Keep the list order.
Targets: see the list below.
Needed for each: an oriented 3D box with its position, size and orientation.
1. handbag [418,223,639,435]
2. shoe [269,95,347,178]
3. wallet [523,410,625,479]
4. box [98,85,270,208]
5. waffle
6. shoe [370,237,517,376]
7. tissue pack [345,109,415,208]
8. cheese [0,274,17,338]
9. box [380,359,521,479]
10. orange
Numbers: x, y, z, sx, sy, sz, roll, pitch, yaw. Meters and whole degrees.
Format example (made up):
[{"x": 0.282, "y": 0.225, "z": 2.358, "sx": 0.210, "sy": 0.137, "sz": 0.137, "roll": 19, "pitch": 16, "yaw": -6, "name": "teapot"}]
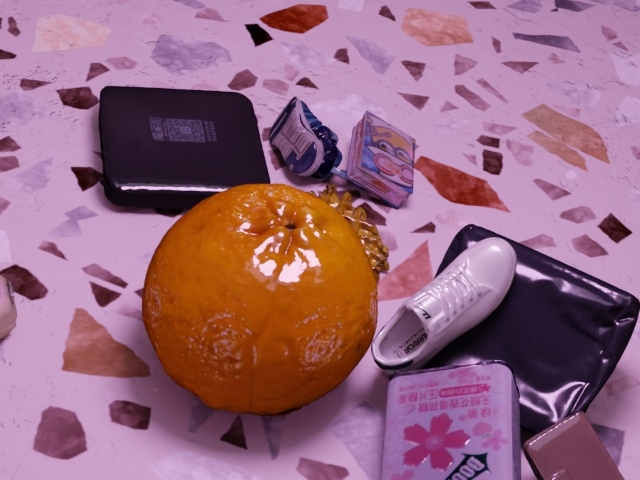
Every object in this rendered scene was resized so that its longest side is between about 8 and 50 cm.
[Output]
[{"x": 0.303, "y": 0.153, "z": 1.930, "sx": 0.301, "sy": 0.275, "sz": 0.178, "roll": 25, "pitch": -1, "yaw": 16, "name": "handbag"}, {"x": -0.021, "y": -0.178, "z": 2.258, "sx": 0.106, "sy": 0.091, "sz": 0.207, "roll": 19, "pitch": 28, "yaw": -36, "name": "shoe"}, {"x": 0.362, "y": 0.331, "z": 1.780, "sx": 0.118, "sy": 0.039, "sz": 0.153, "roll": -25, "pitch": 82, "yaw": -18, "name": "wallet"}, {"x": -0.240, "y": -0.162, "z": 2.176, "sx": 0.288, "sy": 0.073, "sz": 0.290, "roll": 1, "pitch": 43, "yaw": -16, "name": "box"}, {"x": 0.000, "y": 0.000, "z": 2.083, "sx": 0.228, "sy": 0.051, "sz": 0.231, "roll": -17, "pitch": 51, "yaw": -34, "name": "waffle"}, {"x": 0.176, "y": 0.099, "z": 1.823, "sx": 0.095, "sy": 0.265, "sz": 0.110, "roll": 46, "pitch": 9, "yaw": 19, "name": "shoe"}, {"x": 0.111, "y": -0.145, "z": 2.239, "sx": 0.115, "sy": 0.065, "sz": 0.155, "roll": 28, "pitch": 37, "yaw": -18, "name": "tissue pack"}, {"x": -0.554, "y": 0.097, "z": 1.808, "sx": 0.227, "sy": 0.064, "sz": 0.137, "roll": -2, "pitch": 40, "yaw": -19, "name": "cheese"}, {"x": 0.174, "y": 0.324, "z": 1.688, "sx": 0.190, "sy": 0.112, "sz": 0.370, "roll": -9, "pitch": 40, "yaw": 14, "name": "box"}, {"x": -0.082, "y": 0.075, "z": 1.790, "sx": 0.340, "sy": 0.293, "sz": 0.341, "roll": 9, "pitch": 40, "yaw": -7, "name": "orange"}]
